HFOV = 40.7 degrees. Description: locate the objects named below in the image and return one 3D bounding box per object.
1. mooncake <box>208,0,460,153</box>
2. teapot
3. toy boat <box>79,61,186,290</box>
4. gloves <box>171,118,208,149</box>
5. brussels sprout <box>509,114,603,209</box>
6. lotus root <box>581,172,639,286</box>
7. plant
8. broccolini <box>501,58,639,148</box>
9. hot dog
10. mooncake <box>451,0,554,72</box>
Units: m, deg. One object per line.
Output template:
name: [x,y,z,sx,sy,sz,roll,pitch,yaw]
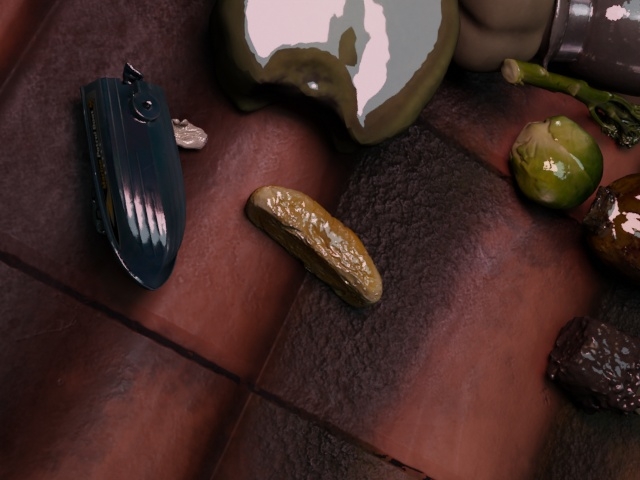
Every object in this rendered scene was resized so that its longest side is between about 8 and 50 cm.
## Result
mooncake: [0.018,-0.305,1.240,0.352,0.187,0.351,-1,93,-13]
teapot: [0.443,-0.392,1.393,0.285,0.223,0.305,2,115,-10]
toy boat: [-0.247,-0.074,1.144,0.114,0.122,0.296,1,71,-41]
gloves: [-0.191,-0.148,1.227,0.081,0.037,0.044,36,55,-36]
brussels sprout: [0.381,-0.120,1.403,0.155,0.117,0.155,-1,68,2]
lotus root: [0.598,-0.003,1.435,0.398,0.179,0.195,17,74,-20]
plant: [0.470,0.216,1.383,0.203,0.142,0.131,27,64,-6]
broccolini: [0.417,-0.214,1.392,0.392,0.079,0.073,6,70,-38]
hot dog: [0.000,0.000,1.253,0.242,0.084,0.073,41,71,-10]
mooncake: [0.234,-0.389,1.309,0.135,0.275,0.274,-14,87,-26]
